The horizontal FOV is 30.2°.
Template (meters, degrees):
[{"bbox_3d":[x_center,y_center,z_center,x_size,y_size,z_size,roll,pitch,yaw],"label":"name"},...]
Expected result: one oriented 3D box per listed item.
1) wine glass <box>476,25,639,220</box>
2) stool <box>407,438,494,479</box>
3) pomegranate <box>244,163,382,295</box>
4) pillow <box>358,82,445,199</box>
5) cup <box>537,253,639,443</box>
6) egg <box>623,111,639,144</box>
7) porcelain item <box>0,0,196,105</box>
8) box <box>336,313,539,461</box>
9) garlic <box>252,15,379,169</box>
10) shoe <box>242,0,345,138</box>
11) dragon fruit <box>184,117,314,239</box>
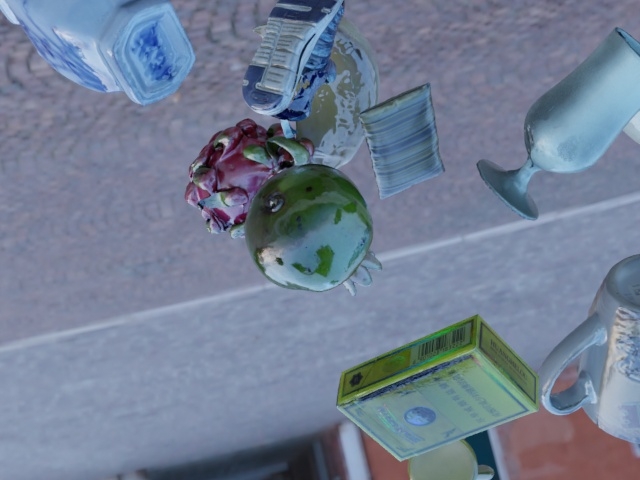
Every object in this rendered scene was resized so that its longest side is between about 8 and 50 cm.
[{"bbox_3d":[0.295,-0.137,1.386,0.231,0.103,0.103,-49,152,24],"label":"wine glass"},{"bbox_3d":[0.203,0.355,1.882,0.135,0.134,0.110,14,178,19],"label":"stool"},{"bbox_3d":[0.001,-0.002,1.670,0.187,0.187,0.225,-20,137,29],"label":"pomegranate"},{"bbox_3d":[0.119,-0.141,1.707,0.113,0.038,0.203,-25,145,-5],"label":"pillow"},{"bbox_3d":[0.474,0.163,1.848,0.301,0.227,0.257,-18,128,-5],"label":"cup"},{"bbox_3d":[0.537,-0.203,1.547,0.337,0.201,0.337,-32,-177,2],"label":"egg"},{"bbox_3d":[-0.389,-0.375,1.948,0.178,0.405,0.243,-43,142,-15],"label":"porcelain item"},{"bbox_3d":[0.147,0.191,1.501,0.220,0.064,0.141,-25,125,32],"label":"box"},{"bbox_3d":[0.005,-0.246,2.055,0.196,0.339,0.151,-13,-157,-5],"label":"garlic"},{"bbox_3d":[-0.024,-0.242,1.558,0.091,0.207,0.106,16,167,35],"label":"shoe"},{"bbox_3d":[-0.120,-0.123,2.041,0.218,0.198,0.273,6,137,-46],"label":"dragon fruit"}]
